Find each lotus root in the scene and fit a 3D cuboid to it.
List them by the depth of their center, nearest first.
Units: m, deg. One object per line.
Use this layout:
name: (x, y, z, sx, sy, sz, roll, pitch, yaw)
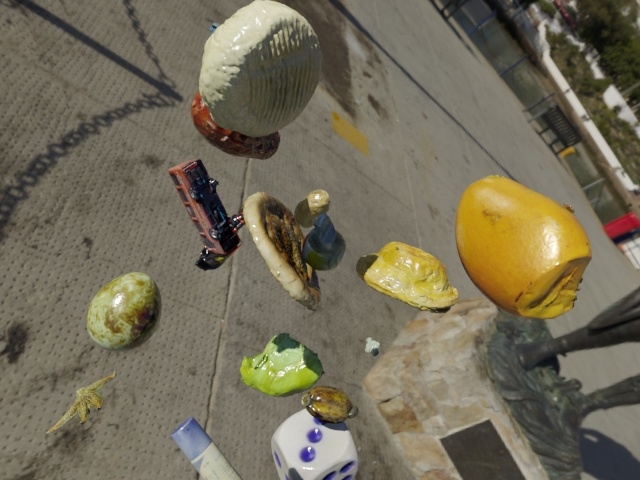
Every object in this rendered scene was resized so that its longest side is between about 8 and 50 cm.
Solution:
lotus root: (0.035, 0.571, 1.504, 0.209, 0.120, 0.120, 19, 45, -11)

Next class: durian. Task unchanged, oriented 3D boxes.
durian: (-0.158, 0.532, 1.802, 0.339, 0.256, 0.204, 27, 14, 5)

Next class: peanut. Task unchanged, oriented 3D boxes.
peanut: (-0.035, -0.117, 1.643, 0.103, 0.229, 0.098, 46, 54, -5)

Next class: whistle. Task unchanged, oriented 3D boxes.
whistle: (0.000, 0.000, 1.108, 0.223, 0.122, 0.123, 79, 1, -60)

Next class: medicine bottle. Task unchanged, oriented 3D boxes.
medicine bottle: (-0.219, 0.477, 0.900, 0.231, 0.059, 0.059, 52, 35, 0)

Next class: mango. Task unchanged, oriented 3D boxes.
mango: (0.313, -0.003, 0.733, 0.137, 0.188, 0.257, -1, 35, -21)

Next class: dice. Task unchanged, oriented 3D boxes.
dice: (-0.024, 0.803, 1.615, 0.258, 0.243, 0.251, -16, 34, -23)

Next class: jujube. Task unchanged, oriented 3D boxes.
jujube: (-0.237, -0.337, 1.252, 0.290, 0.197, 0.198, 26, 43, -52)

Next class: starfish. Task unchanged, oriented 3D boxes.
starfish: (-0.667, 0.454, 1.212, 0.050, 0.223, 0.217, 51, 63, -22)

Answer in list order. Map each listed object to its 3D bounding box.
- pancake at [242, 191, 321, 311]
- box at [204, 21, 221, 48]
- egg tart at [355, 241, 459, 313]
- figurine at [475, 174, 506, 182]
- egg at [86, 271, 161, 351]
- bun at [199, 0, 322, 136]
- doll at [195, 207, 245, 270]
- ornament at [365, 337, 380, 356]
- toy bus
pancake: (-0.082, 0.026, 1.118, 0.356, 0.065, 0.357, -24, 90, -81)
box: (-0.183, -0.378, 0.866, 0.099, 0.054, 0.074, 33, 3, -12)
egg tart: (0.260, 0.088, 1.249, 0.318, 0.128, 0.319, 17, 15, -5)
figurine: (0.664, -0.173, 1.711, 0.315, 0.187, 0.168, -19, 107, -64)
egg: (-0.680, 0.248, 1.521, 0.238, 0.238, 0.290, 31, 87, -32)
bun: (-0.109, -0.282, 0.721, 0.134, 0.221, 0.220, 44, 28, 26)
doll: (-0.289, 0.002, 1.302, 0.088, 0.127, 0.249, 28, 45, -1)
ornament: (0.229, 0.469, 1.897, 0.068, 0.092, 0.041, -41, 125, -21)
toy bus: (-0.268, -0.073, 1.011, 0.073, 0.096, 0.235, -41, 124, -37)
